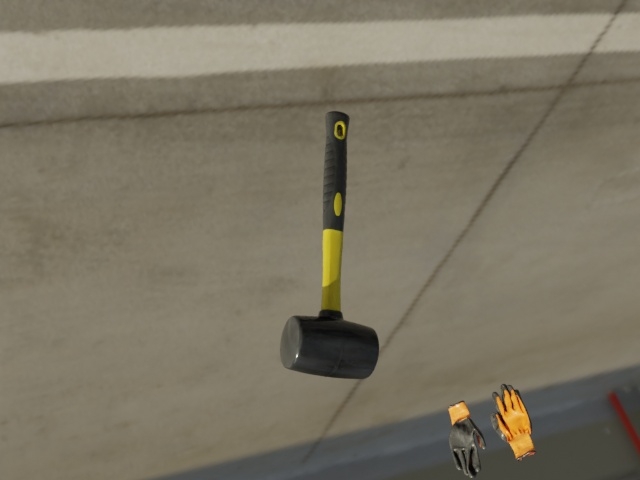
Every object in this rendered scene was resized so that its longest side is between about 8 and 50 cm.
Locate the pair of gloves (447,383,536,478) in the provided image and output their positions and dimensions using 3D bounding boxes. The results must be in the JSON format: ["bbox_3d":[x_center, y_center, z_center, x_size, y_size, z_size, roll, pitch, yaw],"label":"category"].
[{"bbox_3d":[0.153,0.173,0.895,0.083,0.074,0.010,-29,143,26],"label":"pair of gloves"}]

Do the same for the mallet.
[{"bbox_3d":[0.000,0.000,0.667,0.062,0.190,0.039,2,164,-25],"label":"mallet"}]
